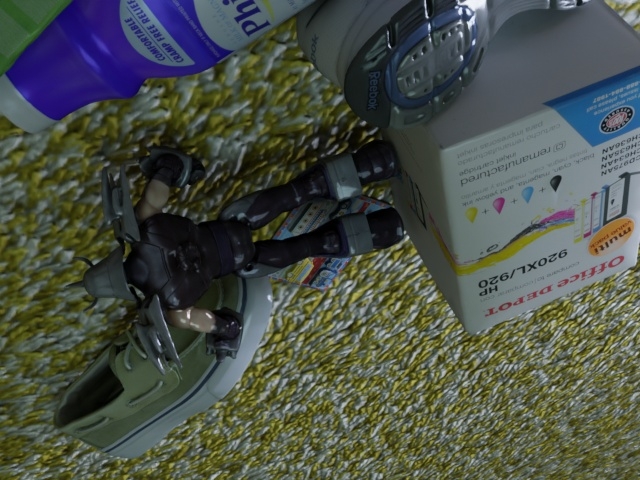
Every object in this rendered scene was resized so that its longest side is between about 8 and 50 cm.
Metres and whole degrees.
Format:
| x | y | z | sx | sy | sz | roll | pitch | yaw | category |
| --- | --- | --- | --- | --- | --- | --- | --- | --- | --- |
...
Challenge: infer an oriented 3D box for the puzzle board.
| x | y | z | sx | sy | sz | roll | pitch | yaw | category |
| --- | --- | --- | --- | --- | --- | --- | --- | --- | --- |
| 0.000 | 0.000 | 0.783 | 0.096 | 0.011 | 0.128 | 15 | 126 | -34 | puzzle board |

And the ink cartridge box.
| x | y | z | sx | sy | sz | roll | pitch | yaw | category |
| --- | --- | --- | --- | --- | --- | --- | --- | --- | --- |
| 0.155 | -0.072 | 0.657 | 0.171 | 0.168 | 0.232 | -22 | 139 | -2 | ink cartridge box |

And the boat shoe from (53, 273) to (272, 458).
| x | y | z | sx | sy | sz | roll | pitch | yaw | category |
| --- | --- | --- | --- | --- | --- | --- | --- | --- | --- |
| -0.161 | 0.126 | 0.775 | 0.094 | 0.109 | 0.302 | 21 | 125 | -35 | boat shoe |

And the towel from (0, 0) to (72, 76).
| x | y | z | sx | sy | sz | roll | pitch | yaw | category |
| --- | --- | --- | --- | --- | --- | --- | --- | --- | --- |
| -0.220 | -0.174 | 0.452 | 0.113 | 0.023 | 0.152 | -38 | 107 | 21 | towel |

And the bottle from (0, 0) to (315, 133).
| x | y | z | sx | sy | sz | roll | pitch | yaw | category |
| --- | --- | --- | --- | --- | --- | --- | --- | --- | --- |
| -0.092 | -0.170 | 0.507 | 0.283 | 0.092 | 0.118 | -30 | 135 | 8 | bottle |

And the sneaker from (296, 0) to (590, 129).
| x | y | z | sx | sy | sz | roll | pitch | yaw | category |
| --- | --- | --- | --- | --- | --- | --- | --- | --- | --- |
| 0.108 | -0.204 | 0.552 | 0.297 | 0.129 | 0.111 | -35 | 138 | -14 | sneaker |

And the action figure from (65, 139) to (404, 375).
| x | y | z | sx | sy | sz | roll | pitch | yaw | category |
| --- | --- | --- | --- | --- | --- | --- | --- | --- | --- |
| -0.067 | 0.002 | 0.650 | 0.285 | 0.099 | 0.185 | -17 | 103 | -24 | action figure |
